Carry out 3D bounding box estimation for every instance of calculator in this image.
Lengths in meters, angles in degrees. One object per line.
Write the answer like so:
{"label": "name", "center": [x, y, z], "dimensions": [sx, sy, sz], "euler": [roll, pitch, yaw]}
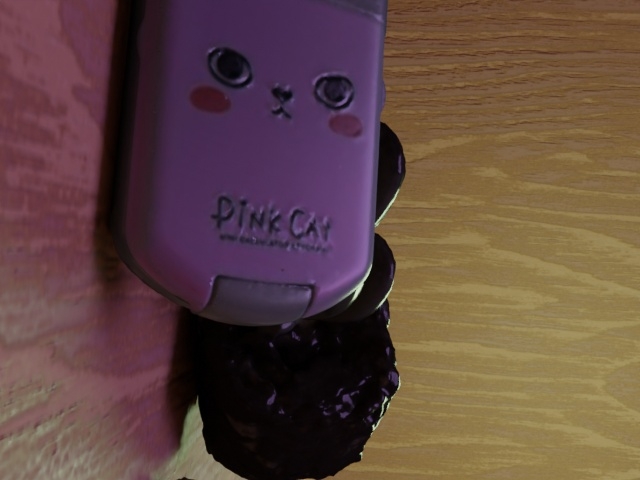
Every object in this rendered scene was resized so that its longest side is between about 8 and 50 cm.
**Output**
{"label": "calculator", "center": [-0.031, -0.080, 0.505], "dimensions": [0.045, 0.141, 0.246], "euler": [-9, -106, 57]}

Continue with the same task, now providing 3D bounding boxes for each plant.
{"label": "plant", "center": [-0.015, 0.032, 0.663], "dimensions": [0.149, 0.146, 0.274], "euler": [-124, -154, -44]}

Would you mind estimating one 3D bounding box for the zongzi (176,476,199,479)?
{"label": "zongzi", "center": [-0.089, 0.192, 0.635], "dimensions": [0.083, 0.040, 0.076], "euler": [131, -26, -66]}
